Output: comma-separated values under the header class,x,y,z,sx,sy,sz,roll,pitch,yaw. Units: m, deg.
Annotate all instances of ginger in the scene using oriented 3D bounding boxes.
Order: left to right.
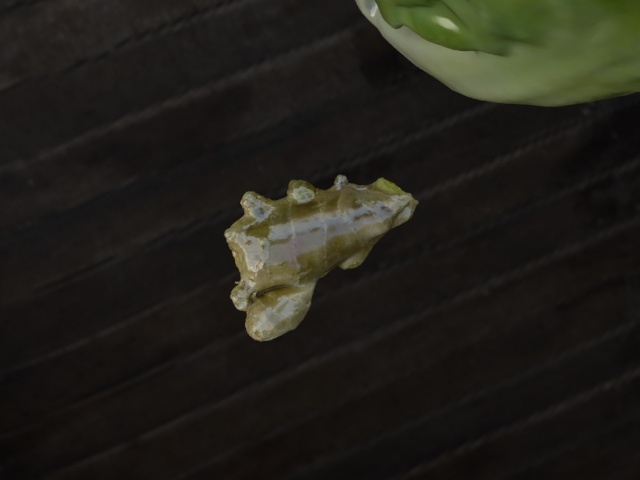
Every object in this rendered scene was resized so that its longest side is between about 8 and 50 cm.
class,x,y,z,sx,sy,sz,roll,pitch,yaw
ginger,-0.013,-0.006,1.394,0.205,0.115,0.081,-41,165,-16

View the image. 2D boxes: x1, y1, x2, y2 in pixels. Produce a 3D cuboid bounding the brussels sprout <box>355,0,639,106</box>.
class,x,y,z,sx,sy,sz,roll,pitch,yaw
brussels sprout,0.148,-0.213,0.705,0.281,0.289,0.355,32,140,-15
